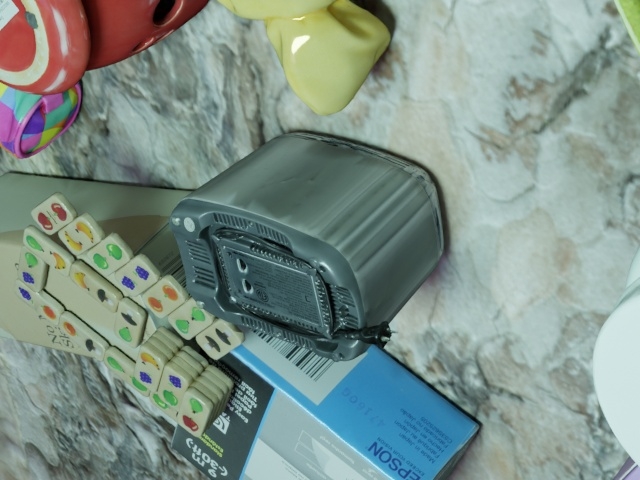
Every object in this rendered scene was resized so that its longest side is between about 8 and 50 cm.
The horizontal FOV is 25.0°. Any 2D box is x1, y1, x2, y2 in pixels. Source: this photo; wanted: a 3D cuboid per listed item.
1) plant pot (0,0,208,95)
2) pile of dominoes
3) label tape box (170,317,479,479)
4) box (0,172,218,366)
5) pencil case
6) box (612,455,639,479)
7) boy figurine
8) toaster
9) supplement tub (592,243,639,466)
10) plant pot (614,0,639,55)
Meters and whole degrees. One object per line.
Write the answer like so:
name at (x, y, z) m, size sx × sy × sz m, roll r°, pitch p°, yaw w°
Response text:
plant pot at (-0.205, -0.219, 1.154) m, size 0.191 × 0.174 × 0.191 m, roll 26°, pitch 141°, yaw 23°
pile of dominoes at (-0.190, 0.076, 1.324) m, size 0.251 × 0.040 × 0.196 m, roll 36°, pitch 143°, yaw 11°
label tape box at (-0.017, 0.223, 1.439) m, size 0.249 × 0.115 × 0.347 m, roll 37°, pitch 142°, yaw 13°
box at (-0.236, 0.028, 1.461) m, size 0.311 × 0.121 × 0.148 m, roll 5°, pitch 128°, yaw 42°
pencil case at (-0.343, -0.181, 1.392) m, size 0.236 × 0.104 × 0.104 m, roll 38°, pitch 143°, yaw 9°
box at (0.337, 0.172, 0.949) m, size 0.243 × 0.213 × 0.117 m, roll 38°, pitch 144°, yaw 12°
boy figurine at (-0.032, -0.226, 1.042) m, size 0.177 × 0.092 × 0.285 m, roll -9°, pitch 118°, yaw 48°
toaster at (0.000, 0.000, 1.177) m, size 0.227 × 0.146 × 0.129 m, roll 17°, pitch 136°, yaw 35°
supplement tub at (0.288, 0.016, 0.797) m, size 0.191 × 0.272 × 0.191 m, roll 27°, pitch 139°, yaw 25°
plant pot at (0.345, -0.170, 0.538) m, size 0.366 × 0.366 × 0.353 m, roll 50°, pitch 133°, yaw -6°
